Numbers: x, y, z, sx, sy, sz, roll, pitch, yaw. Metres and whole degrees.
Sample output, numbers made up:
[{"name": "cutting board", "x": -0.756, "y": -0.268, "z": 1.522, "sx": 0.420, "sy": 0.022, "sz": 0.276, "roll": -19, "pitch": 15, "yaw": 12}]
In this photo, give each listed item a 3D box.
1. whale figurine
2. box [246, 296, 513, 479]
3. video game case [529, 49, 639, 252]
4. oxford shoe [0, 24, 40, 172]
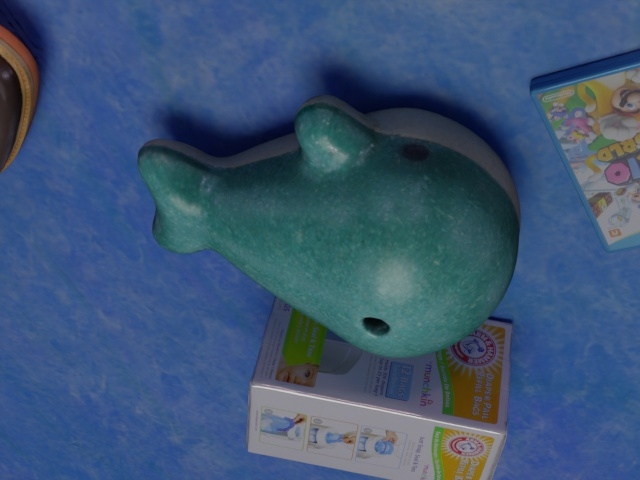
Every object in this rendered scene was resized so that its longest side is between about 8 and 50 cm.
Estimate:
[{"name": "whale figurine", "x": 0.000, "y": 0.000, "z": 0.770, "sx": 0.271, "sy": 0.141, "sz": 0.216, "roll": 7, "pitch": 140, "yaw": 7}, {"name": "box", "x": 0.050, "y": 0.123, "z": 0.918, "sx": 0.203, "sy": 0.114, "sz": 0.103, "roll": 11, "pitch": 138, "yaw": 4}, {"name": "video game case", "x": 0.225, "y": -0.059, "z": 0.742, "sx": 0.119, "sy": 0.015, "sz": 0.166, "roll": -13, "pitch": 134, "yaw": 27}, {"name": "oxford shoe", "x": -0.322, "y": -0.035, "z": 0.819, "sx": 0.130, "sy": 0.133, "sz": 0.363, "roll": 33, "pitch": 136, "yaw": -21}]
